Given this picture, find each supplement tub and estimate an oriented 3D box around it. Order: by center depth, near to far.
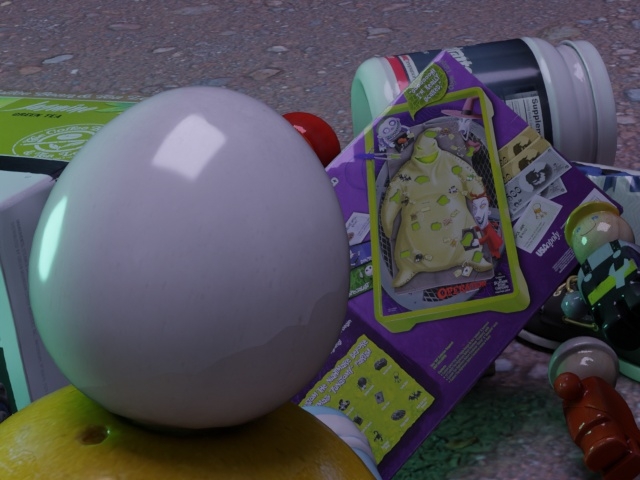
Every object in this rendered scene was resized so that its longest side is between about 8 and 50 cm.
[{"bbox_3d":[0.183,-0.131,1.656,0.272,0.191,0.191,-9,23,-8],"label":"supplement tub"}]

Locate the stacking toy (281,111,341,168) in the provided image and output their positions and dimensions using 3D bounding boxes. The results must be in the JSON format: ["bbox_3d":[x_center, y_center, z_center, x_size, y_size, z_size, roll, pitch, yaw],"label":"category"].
[{"bbox_3d":[-0.073,-0.064,1.398,0.141,0.141,0.330,4,16,21],"label":"stacking toy"}]

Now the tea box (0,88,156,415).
[{"bbox_3d":[-0.320,0.000,1.412,0.329,0.220,0.323,5,24,28],"label":"tea box"}]

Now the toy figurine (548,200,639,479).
[{"bbox_3d":[0.287,0.073,1.132,0.213,0.210,0.148,-4,33,-1],"label":"toy figurine"}]

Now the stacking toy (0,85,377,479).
[{"bbox_3d":[-0.060,0.174,0.582,0.350,0.480,0.350,9,16,-2],"label":"stacking toy"}]

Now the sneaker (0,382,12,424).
[{"bbox_3d":[-0.341,0.182,1.107,0.129,0.111,0.297,-5,1,11],"label":"sneaker"}]

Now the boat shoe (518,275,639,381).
[{"bbox_3d":[0.257,0.068,1.331,0.081,0.069,0.227,-24,29,-37],"label":"boat shoe"}]

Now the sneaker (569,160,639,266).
[{"bbox_3d":[0.303,-0.021,1.434,0.315,0.128,0.182,17,8,14],"label":"sneaker"}]

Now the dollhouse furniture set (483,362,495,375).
[{"bbox_3d":[0.000,0.000,1.381,0.286,0.198,0.303,-11,23,-14],"label":"dollhouse furniture set"}]

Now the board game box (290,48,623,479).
[{"bbox_3d":[0.064,0.027,1.168,0.347,0.208,0.056,-45,-1,-20],"label":"board game box"}]

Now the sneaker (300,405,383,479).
[{"bbox_3d":[-0.068,0.241,0.821,0.319,0.127,0.208,-30,49,-13],"label":"sneaker"}]
